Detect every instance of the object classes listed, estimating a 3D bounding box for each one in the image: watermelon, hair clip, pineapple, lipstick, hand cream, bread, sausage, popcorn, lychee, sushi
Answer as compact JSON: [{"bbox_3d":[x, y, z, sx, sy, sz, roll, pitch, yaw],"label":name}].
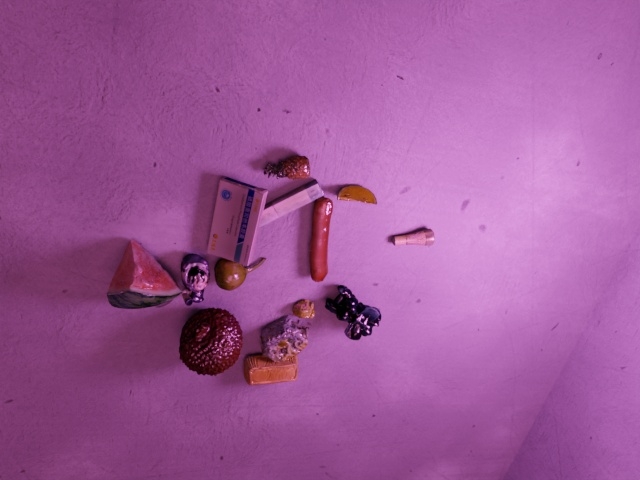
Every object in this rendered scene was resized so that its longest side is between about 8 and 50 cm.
[{"bbox_3d":[0.161,-0.208,1.931,0.182,0.092,0.075,7,100,-8],"label":"watermelon"},{"bbox_3d":[0.179,0.359,2.137,0.310,0.206,0.194,34,102,-25],"label":"hair clip"},{"bbox_3d":[-0.141,-0.299,1.809,0.198,0.108,0.108,-6,116,-4],"label":"pineapple"},{"bbox_3d":[-0.143,-0.162,1.890,0.317,0.066,0.068,-27,118,0],"label":"lipstick"},{"bbox_3d":[0.447,-0.005,2.103,0.203,0.084,0.084,-8,117,-5],"label":"hand cream"},{"bbox_3d":[-0.251,0.665,2.233,0.288,0.119,0.152,-2,112,-14],"label":"bread"},{"bbox_3d":[0.000,0.000,1.990,0.094,0.094,0.418,10,116,14],"label":"sausage"},{"bbox_3d":[-0.085,0.345,2.133,0.109,0.097,0.089,-8,114,6],"label":"popcorn"},{"bbox_3d":[-0.493,0.463,1.981,0.306,0.306,0.330,-21,144,-3],"label":"lychee"},{"bbox_3d":[-0.795,0.177,1.818,0.250,0.283,0.292,-38,74,5],"label":"watermelon"},{"bbox_3d":[-0.176,0.487,2.154,0.274,0.139,0.184,-31,121,-1],"label":"sushi"}]

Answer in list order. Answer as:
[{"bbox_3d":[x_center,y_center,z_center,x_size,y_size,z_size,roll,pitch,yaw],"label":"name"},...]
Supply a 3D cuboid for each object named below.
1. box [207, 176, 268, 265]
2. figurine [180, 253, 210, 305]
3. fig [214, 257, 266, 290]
[{"bbox_3d":[-0.356,-0.079,1.838,0.200,0.065,0.343,19,111,7],"label":"box"},{"bbox_3d":[-0.560,0.162,1.923,0.145,0.145,0.222,10,114,-18],"label":"figurine"},{"bbox_3d":[-0.360,0.135,1.971,0.245,0.149,0.149,-17,120,-27],"label":"fig"}]
